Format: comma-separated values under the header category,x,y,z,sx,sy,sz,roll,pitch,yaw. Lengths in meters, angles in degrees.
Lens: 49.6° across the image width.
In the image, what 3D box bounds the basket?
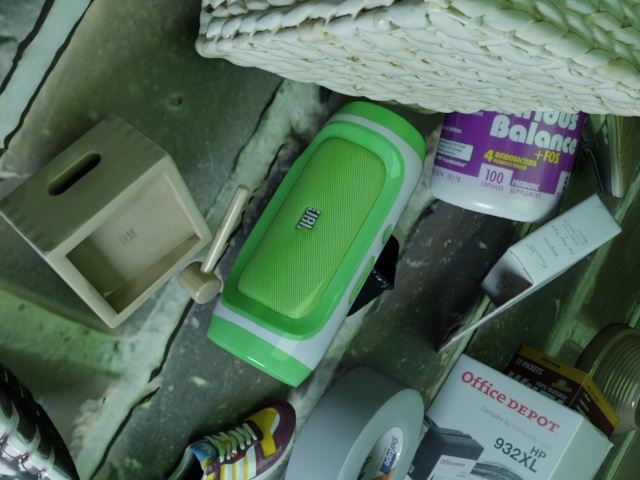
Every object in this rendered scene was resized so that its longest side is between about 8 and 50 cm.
category,x,y,z,sx,sy,sz,roll,pitch,yaw
basket,0.110,-0.263,0.594,0.331,0.328,0.266,4,95,-39

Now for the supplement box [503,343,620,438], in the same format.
category,x,y,z,sx,sy,sz,roll,pitch,yaw
supplement box,0.381,0.319,1.183,0.194,0.129,0.191,-54,130,-10

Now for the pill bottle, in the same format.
category,x,y,z,sx,sy,sz,roll,pitch,yaw
pill bottle,0.249,-0.184,0.862,0.169,0.169,0.301,2,105,-39

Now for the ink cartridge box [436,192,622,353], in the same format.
category,x,y,z,sx,sy,sz,roll,pitch,yaw
ink cartridge box,0.250,0.057,0.930,0.239,0.060,0.275,-31,166,-2

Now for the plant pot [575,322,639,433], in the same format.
category,x,y,z,sx,sy,sz,roll,pitch,yaw
plant pot,0.600,0.291,1.364,0.237,0.110,0.237,-15,115,-35

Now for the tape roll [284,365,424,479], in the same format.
category,x,y,z,sx,sy,sz,roll,pitch,yaw
tape roll,0.049,0.278,0.901,0.219,0.072,0.219,-32,132,-43

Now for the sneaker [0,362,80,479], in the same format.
category,x,y,z,sx,sy,sz,roll,pitch,yaw
sneaker,-0.342,0.159,0.573,0.162,0.106,0.281,-40,117,-14

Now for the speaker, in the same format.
category,x,y,z,sx,sy,sz,roll,pitch,yaw
speaker,0.000,0.000,0.743,0.131,0.131,0.296,41,72,-40

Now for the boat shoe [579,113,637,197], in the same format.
category,x,y,z,sx,sy,sz,roll,pitch,yaw
boat shoe,0.414,-0.193,1.044,0.103,0.092,0.285,-52,131,-37

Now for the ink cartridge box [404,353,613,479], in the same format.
category,x,y,z,sx,sy,sz,roll,pitch,yaw
ink cartridge box,0.239,0.356,1.020,0.129,0.223,0.307,40,80,-40

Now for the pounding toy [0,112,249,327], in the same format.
category,x,y,z,sx,sy,sz,roll,pitch,yaw
pounding toy,-0.161,-0.015,0.653,0.181,0.094,0.206,-45,150,-18

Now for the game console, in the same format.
category,x,y,z,sx,sy,sz,roll,pitch,yaw
game console,0.037,0.022,0.873,0.122,0.071,0.107,42,49,-41

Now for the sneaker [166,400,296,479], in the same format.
category,x,y,z,sx,sy,sz,roll,pitch,yaw
sneaker,-0.105,0.250,0.806,0.185,0.070,0.084,-45,134,-18
